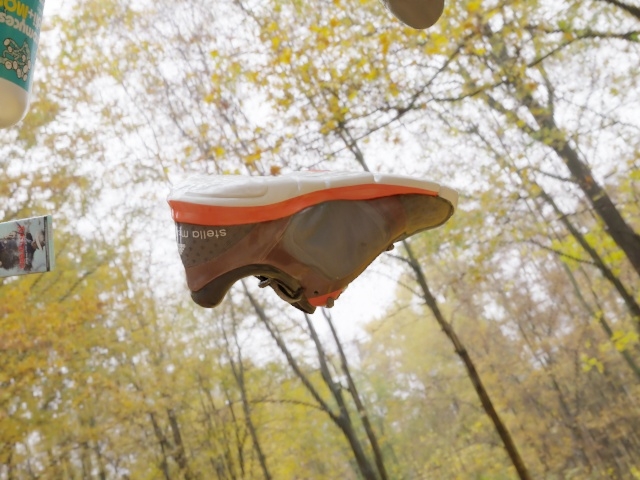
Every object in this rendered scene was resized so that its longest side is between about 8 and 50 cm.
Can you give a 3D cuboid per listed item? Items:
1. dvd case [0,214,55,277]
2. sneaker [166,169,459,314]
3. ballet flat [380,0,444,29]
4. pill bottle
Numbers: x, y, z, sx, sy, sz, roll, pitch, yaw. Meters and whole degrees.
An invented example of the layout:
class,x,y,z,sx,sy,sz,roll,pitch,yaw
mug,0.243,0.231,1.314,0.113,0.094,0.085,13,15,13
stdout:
class,x,y,z,sx,sy,sz,roll,pitch,yaw
dvd case,-0.457,0.010,1.191,0.119,0.087,0.013,-6,-4,26
sneaker,0.000,0.000,0.364,0.158,0.064,0.061,-5,9,-35
ballet flat,0.051,-0.301,0.758,0.072,0.213,0.068,-30,-11,38
pill bottle,-0.394,-0.224,0.869,0.146,0.264,0.146,6,-6,1
